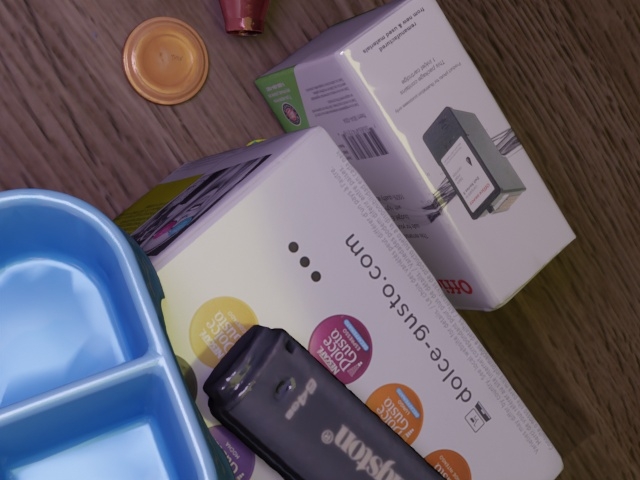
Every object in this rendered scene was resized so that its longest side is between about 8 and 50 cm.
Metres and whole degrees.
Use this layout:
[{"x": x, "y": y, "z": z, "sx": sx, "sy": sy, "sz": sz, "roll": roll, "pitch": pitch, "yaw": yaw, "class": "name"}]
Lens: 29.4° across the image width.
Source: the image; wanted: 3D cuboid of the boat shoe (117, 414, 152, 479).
[{"x": -0.110, "y": 0.165, "z": 0.785, "sx": 0.049, "sy": 0.042, "sz": 0.133, "roll": -1, "pitch": 89, "yaw": -19, "class": "boat shoe"}]

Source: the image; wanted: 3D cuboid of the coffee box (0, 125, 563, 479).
[{"x": -0.084, "y": 0.150, "z": 1.000, "sx": 0.334, "sy": 0.338, "sz": 0.337, "roll": -41, "pitch": 105, "yaw": -18, "class": "coffee box"}]

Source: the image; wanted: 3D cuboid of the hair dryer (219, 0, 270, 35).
[{"x": -0.121, "y": -0.315, "z": 1.103, "sx": 0.223, "sy": 0.080, "sz": 0.293, "roll": -47, "pitch": 121, "yaw": -28, "class": "hair dryer"}]

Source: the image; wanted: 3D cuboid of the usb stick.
[{"x": 0.036, "y": 0.168, "z": 0.843, "sx": 0.278, "sy": 0.045, "sz": 0.077, "roll": 44, "pitch": 75, "yaw": -18, "class": "usb stick"}]

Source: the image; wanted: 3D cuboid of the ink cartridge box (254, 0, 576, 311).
[{"x": 0.084, "y": -0.077, "z": 1.150, "sx": 0.115, "sy": 0.198, "sz": 0.272, "roll": -38, "pitch": 105, "yaw": -20, "class": "ink cartridge box"}]

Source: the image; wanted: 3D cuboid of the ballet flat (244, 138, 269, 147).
[{"x": 0.000, "y": 0.000, "z": 1.179, "sx": 0.077, "sy": 0.077, "sz": 0.231, "roll": -40, "pitch": 105, "yaw": -22, "class": "ballet flat"}]

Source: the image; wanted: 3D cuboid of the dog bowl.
[{"x": -0.153, "y": 0.101, "z": 0.736, "sx": 0.166, "sy": 0.074, "sz": 0.297, "roll": -19, "pitch": 74, "yaw": -12, "class": "dog bowl"}]

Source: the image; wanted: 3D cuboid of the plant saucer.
[{"x": -0.145, "y": -0.169, "z": 1.150, "sx": 0.084, "sy": 0.013, "sz": 0.083, "roll": 0, "pitch": 91, "yaw": -24, "class": "plant saucer"}]
